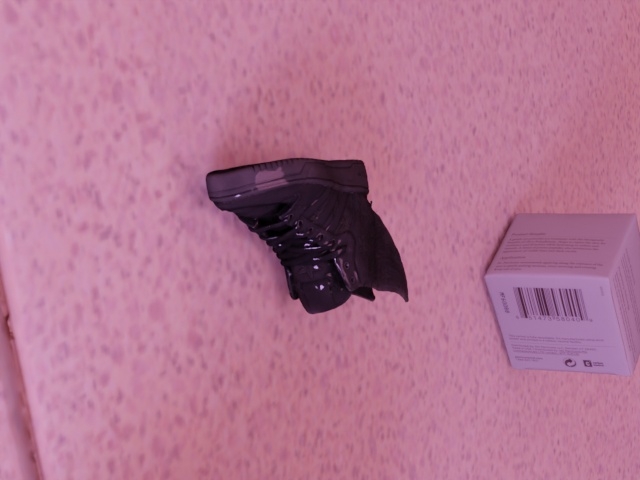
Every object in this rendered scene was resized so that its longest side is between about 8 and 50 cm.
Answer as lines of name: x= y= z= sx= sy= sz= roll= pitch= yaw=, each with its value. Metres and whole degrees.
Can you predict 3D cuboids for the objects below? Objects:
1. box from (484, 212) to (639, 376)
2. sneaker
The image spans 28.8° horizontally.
box: x=0.198 y=0.041 z=0.977 sx=0.087 sy=0.101 sz=0.102 roll=-57 pitch=136 yaw=-43
sneaker: x=-0.002 y=0.000 z=0.698 sx=0.170 sy=0.051 sz=0.089 roll=-8 pitch=91 yaw=-62
